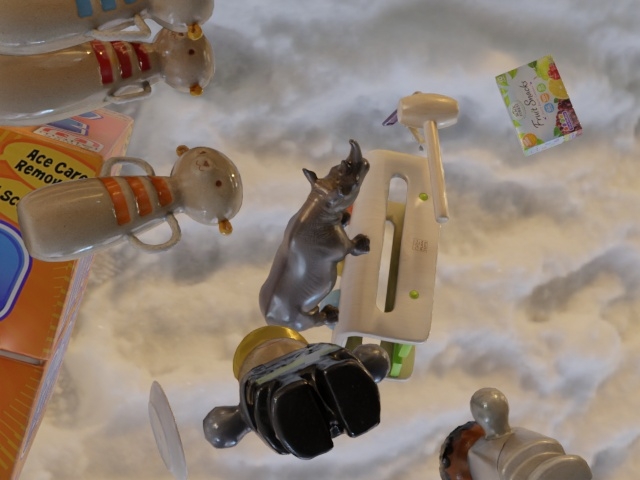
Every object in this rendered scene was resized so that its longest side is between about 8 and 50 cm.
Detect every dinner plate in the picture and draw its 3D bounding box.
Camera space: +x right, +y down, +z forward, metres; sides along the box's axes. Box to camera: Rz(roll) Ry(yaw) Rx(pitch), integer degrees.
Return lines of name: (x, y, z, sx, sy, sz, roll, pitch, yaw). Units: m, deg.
dinner plate: (-0.203, 0.252, 1.255, 0.017, 0.141, 0.141, -15, 105, -19)

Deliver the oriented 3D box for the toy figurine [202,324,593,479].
toy figurine: (0.021, 0.162, 0.500, 0.213, 0.148, 0.209, 21, 83, -11)

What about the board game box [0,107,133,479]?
board game box: (-0.409, 0.013, 0.916, 0.356, 0.356, 0.356, 17, 100, -10)

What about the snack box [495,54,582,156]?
snack box: (0.360, -0.223, 1.594, 0.037, 0.100, 0.141, 36, 34, -69)

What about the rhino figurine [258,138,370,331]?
rhino figurine: (0.000, 0.000, 1.031, 0.106, 0.073, 0.243, -16, 135, -46)

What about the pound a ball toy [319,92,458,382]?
pound a ball toy: (0.081, -0.012, 1.218, 0.136, 0.208, 0.319, 9, 59, -1)

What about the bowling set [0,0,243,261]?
bowling set: (-0.123, -0.146, 0.540, 0.154, 0.287, 0.200, -16, 149, -26)

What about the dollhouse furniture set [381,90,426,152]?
dollhouse furniture set: (0.185, -0.200, 1.657, 0.114, 0.091, 0.081, -13, 65, -54)

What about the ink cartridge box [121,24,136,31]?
ink cartridge box: (-0.232, -0.398, 1.234, 0.065, 0.333, 0.165, -14, 81, -42)
